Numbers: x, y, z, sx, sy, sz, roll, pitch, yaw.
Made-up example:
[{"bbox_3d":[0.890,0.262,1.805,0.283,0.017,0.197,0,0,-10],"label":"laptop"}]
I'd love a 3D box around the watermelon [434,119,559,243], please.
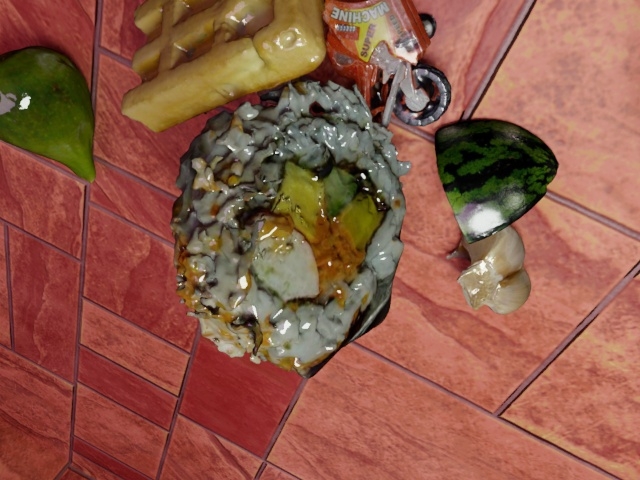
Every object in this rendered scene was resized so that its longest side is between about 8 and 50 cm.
[{"bbox_3d":[0.250,-0.088,0.758,0.193,0.145,0.137,17,129,11],"label":"watermelon"}]

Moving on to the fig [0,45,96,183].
[{"bbox_3d":[-0.509,-0.223,0.970,0.206,0.206,0.275,-8,131,26],"label":"fig"}]

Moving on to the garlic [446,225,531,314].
[{"bbox_3d":[0.292,0.049,0.863,0.124,0.099,0.174,-25,114,12],"label":"garlic"}]

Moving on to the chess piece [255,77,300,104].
[{"bbox_3d":[-0.075,-0.267,0.841,0.084,0.038,0.083,10,125,15],"label":"chess piece"}]

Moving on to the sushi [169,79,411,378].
[{"bbox_3d":[-0.030,-0.015,0.713,0.176,0.417,0.417,6,124,42],"label":"sushi"}]

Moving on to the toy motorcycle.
[{"bbox_3d":[0.073,-0.290,0.735,0.171,0.089,0.298,-18,113,31],"label":"toy motorcycle"}]

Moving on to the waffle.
[{"bbox_3d":[-0.130,-0.341,0.671,0.304,0.077,0.348,-13,72,32],"label":"waffle"}]
